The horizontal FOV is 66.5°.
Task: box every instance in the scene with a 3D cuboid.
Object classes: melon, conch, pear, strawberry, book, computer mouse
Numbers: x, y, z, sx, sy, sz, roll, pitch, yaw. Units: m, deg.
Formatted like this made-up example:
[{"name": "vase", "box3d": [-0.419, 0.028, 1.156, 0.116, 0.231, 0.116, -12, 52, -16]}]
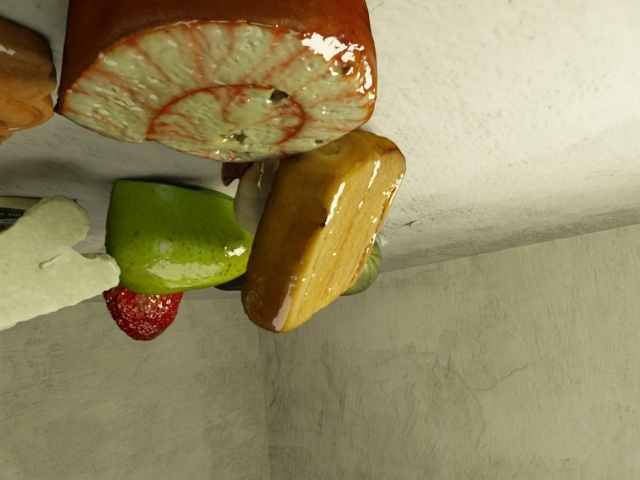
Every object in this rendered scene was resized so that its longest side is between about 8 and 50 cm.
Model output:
[{"name": "melon", "box3d": [0.083, 0.070, 1.646, 0.237, 0.237, 0.301, -3, 169, -20]}, {"name": "conch", "box3d": [-0.095, -0.110, 0.881, 0.127, 0.158, 0.255, -25, 166, -24]}, {"name": "pear", "box3d": [-0.289, 0.008, 1.111, 0.318, 0.238, 0.342, 3, 169, -4]}, {"name": "strawberry", "box3d": [-0.662, 0.220, 1.826, 0.291, 0.310, 0.292, -2, 170, 0]}, {"name": "book", "box3d": [-0.682, -0.049, 1.107, 0.202, 0.027, 0.264, 3, 166, -35]}, {"name": "computer mouse", "box3d": [-0.335, 0.146, 2.069, 0.269, 0.137, 0.086, -8, 163, 13]}]

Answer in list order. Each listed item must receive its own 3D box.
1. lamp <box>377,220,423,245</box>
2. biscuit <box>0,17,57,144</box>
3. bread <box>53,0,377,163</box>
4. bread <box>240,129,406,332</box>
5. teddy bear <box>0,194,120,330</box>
[{"name": "lamp", "box3d": [0.288, -0.040, 1.778, 0.050, 0.056, 0.198, 4, 154, -42]}, {"name": "biscuit", "box3d": [-0.440, -0.167, 0.576, 0.334, 0.047, 0.202, -14, 167, 31]}, {"name": "bread", "box3d": [-0.089, -0.182, 0.531, 0.295, 0.114, 0.327, -15, 166, 34]}, {"name": "bread", "box3d": [-0.007, -0.029, 0.823, 0.148, 0.337, 0.328, 29, -153, 20]}, {"name": "teddy bear", "box3d": [-0.643, 0.006, 0.954, 0.375, 0.327, 0.362, -30, -140, -18]}]
